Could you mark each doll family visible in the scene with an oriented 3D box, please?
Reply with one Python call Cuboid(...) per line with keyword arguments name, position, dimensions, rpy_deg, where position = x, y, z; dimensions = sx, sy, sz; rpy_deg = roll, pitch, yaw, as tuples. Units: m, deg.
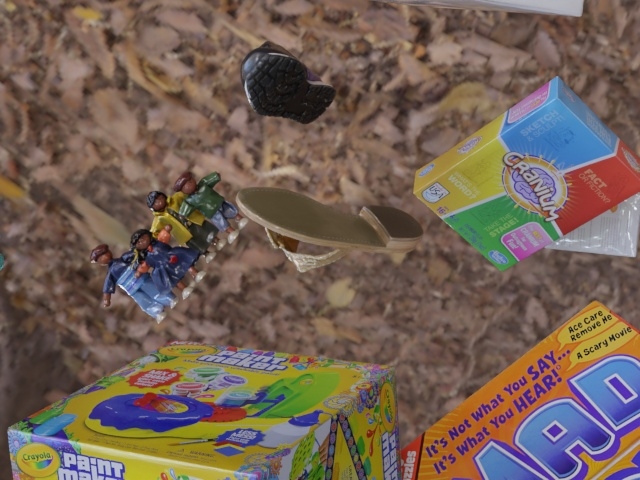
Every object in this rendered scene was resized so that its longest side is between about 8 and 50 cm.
Cuboid(name="doll family", position=(-0.177, 0.002, 1.262), dimensions=(0.111, 0.193, 0.076), rpy_deg=(40, 168, -13))

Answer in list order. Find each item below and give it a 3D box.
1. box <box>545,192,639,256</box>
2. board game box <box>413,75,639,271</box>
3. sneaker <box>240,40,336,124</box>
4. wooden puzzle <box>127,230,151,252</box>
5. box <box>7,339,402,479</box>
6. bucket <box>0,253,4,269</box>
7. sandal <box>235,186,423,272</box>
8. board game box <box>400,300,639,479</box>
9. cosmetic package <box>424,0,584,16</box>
Cuboid(name="box", position=(0.513, -0.052, 2.085), dimensions=(0.171, 0.091, 0.130), rpy_deg=(6, 118, 16))
Cuboid(name="board game box", position=(0.355, -0.105, 1.905), dimensions=(0.242, 0.064, 0.316), rpy_deg=(39, 128, -22))
Cuboid(name="sneaker", position=(-0.084, -0.273, 1.824), dimensions=(0.124, 0.107, 0.283), rpy_deg=(47, -171, 18))
Cuboid(name="wooden puzzle", position=(-0.317, 0.032, 1.926), dimensions=(0.014, 0.116, 0.078), rpy_deg=(25, 175, 20))
Cuboid(name="box", position=(-0.106, 0.239, 1.135), dimensions=(0.290, 0.279, 0.177), rpy_deg=(3, 105, 29))
Cuboid(name="bucket", position=(-0.623, -0.020, 1.650), dimensions=(0.281, 0.183, 0.281), rpy_deg=(28, 134, 34))
Cuboid(name="sandal", position=(0.003, 0.004, 1.222), dimensions=(0.240, 0.088, 0.079), rpy_deg=(5, 126, -35))
Cuboid(name="board game box", position=(0.332, 0.371, 1.303), dimensions=(0.356, 0.356, 0.356), rpy_deg=(41, 160, 41))
Cuboid(name="cosmetic package", position=(0.157, -0.371, 1.302), dimensions=(0.155, 0.196, 0.365), rpy_deg=(2, -170, -23))
